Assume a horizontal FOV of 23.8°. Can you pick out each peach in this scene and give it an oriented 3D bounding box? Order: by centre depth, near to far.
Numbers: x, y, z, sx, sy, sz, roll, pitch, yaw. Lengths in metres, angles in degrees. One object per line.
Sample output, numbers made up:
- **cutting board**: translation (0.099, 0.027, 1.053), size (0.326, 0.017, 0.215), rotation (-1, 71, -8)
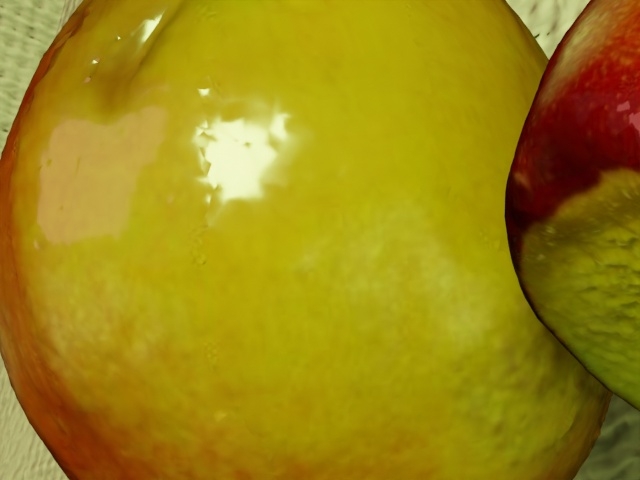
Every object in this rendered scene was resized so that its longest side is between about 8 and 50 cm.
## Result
- **peach**: translation (0.202, -0.026, 0.644), size (0.248, 0.275, 0.245), rotation (-45, 37, 31)
- **peach**: translation (0.000, 0.000, 0.801), size (0.372, 0.373, 0.290), rotation (-68, 15, 2)
